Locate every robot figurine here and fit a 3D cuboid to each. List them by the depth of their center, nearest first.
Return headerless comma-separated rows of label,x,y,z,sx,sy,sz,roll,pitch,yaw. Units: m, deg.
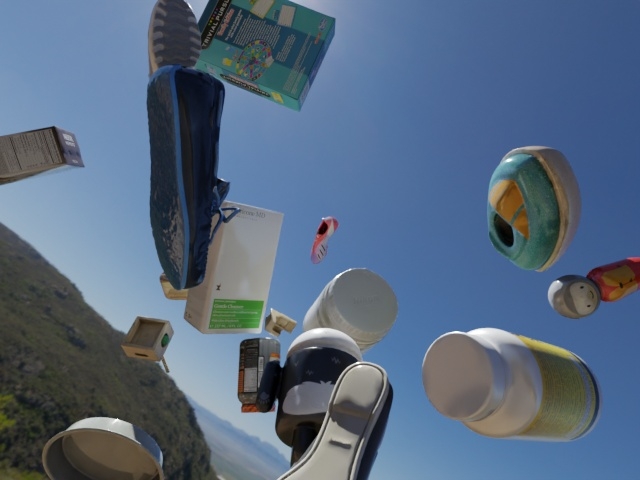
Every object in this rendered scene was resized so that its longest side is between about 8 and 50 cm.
robot figurine,0.002,0.313,0.808,0.174,0.278,0.209,-35,-60,30

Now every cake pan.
cake pan,-0.526,0.549,0.996,0.293,0.054,0.293,1,-65,2

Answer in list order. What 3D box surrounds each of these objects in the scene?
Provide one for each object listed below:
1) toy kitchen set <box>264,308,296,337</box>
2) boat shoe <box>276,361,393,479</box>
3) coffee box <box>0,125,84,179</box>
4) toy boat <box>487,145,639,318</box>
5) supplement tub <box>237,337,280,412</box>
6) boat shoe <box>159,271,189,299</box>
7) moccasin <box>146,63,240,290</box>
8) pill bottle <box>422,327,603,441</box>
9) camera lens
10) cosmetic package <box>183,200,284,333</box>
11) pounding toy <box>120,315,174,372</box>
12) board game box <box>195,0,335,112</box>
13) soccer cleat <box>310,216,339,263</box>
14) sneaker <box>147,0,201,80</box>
toy kitchen set,-0.117,0.246,1.100,0.083,0.068,0.075,31,10,-12
boat shoe,0.017,0.318,0.536,0.112,0.335,0.095,5,-53,34
coffee box,-0.910,-0.249,1.215,0.168,0.297,0.118,-157,-128,-75
toy boat,0.386,-0.011,0.697,0.318,0.148,0.267,-113,-178,-47
supplement tub,-0.168,0.372,1.109,0.117,0.190,0.117,-2,-23,-1
boat shoe,-0.404,0.168,1.459,0.341,0.121,0.110,3,-62,6
moccasin,-0.186,-0.083,0.624,0.138,0.117,0.342,27,-62,37
pill bottle,0.356,0.269,0.752,0.334,0.187,0.188,20,-18,-31
camera lens,0.081,0.235,1.200,0.219,0.219,0.274,33,-39,2
cosmetic package,-0.255,0.074,1.179,0.197,0.365,0.155,8,4,-40
pounding toy,-0.532,0.330,1.276,0.141,0.130,0.100,8,-44,5
board game box,-0.162,-0.537,1.098,0.336,0.253,0.079,23,-6,3
soccer cleat,0.000,0.000,1.843,0.083,0.095,0.248,43,-63,35
sneaker,-0.325,-0.356,0.842,0.115,0.105,0.281,26,-66,42
